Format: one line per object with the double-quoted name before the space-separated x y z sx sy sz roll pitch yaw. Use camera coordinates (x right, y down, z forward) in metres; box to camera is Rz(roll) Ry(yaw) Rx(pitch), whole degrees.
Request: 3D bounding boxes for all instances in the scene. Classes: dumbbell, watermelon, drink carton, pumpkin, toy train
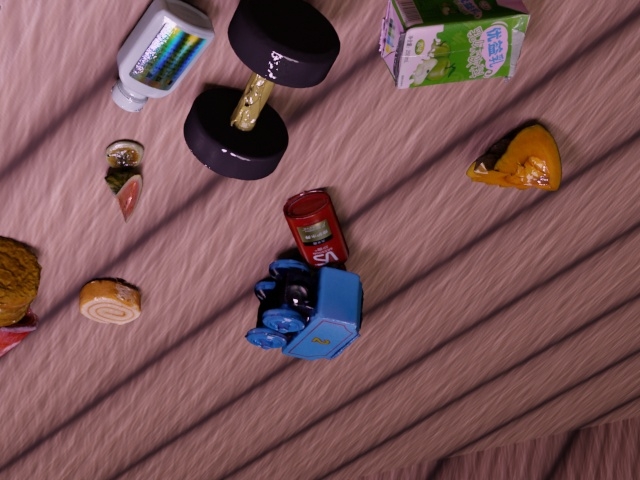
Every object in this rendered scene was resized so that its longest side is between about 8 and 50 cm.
"dumbbell" -0.114 -0.286 1.678 0.203 0.204 0.322 7 138 -28
"watermelon" -0.427 -0.110 1.892 0.068 0.087 0.163 24 159 4
"drink carton" 0.260 -0.395 1.759 0.270 0.108 0.161 -8 142 -10
"pumpkin" 0.450 -0.203 2.109 0.253 0.149 0.130 9 179 -36
"toy train" -0.034 0.180 2.254 0.264 0.188 0.300 15 151 -15

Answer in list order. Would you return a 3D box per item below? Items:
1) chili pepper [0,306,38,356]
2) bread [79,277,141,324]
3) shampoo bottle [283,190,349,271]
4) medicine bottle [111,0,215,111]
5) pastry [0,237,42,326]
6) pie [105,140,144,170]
"chili pepper" -0.838 0.209 2.040 0.305 0.229 0.251 -38 151 11
"bread" -0.520 0.151 2.193 0.122 0.073 0.149 -33 138 29
"shampoo bottle" 0.000 0.000 2.189 0.118 0.076 0.314 -20 143 0
"medicine bottle" -0.303 -0.334 1.642 0.121 0.083 0.229 16 131 -39
"pastry" -0.706 0.089 1.947 0.188 0.189 0.103 16 136 -35
"pie" -0.409 -0.175 1.856 0.084 0.021 0.084 -11 142 -8
